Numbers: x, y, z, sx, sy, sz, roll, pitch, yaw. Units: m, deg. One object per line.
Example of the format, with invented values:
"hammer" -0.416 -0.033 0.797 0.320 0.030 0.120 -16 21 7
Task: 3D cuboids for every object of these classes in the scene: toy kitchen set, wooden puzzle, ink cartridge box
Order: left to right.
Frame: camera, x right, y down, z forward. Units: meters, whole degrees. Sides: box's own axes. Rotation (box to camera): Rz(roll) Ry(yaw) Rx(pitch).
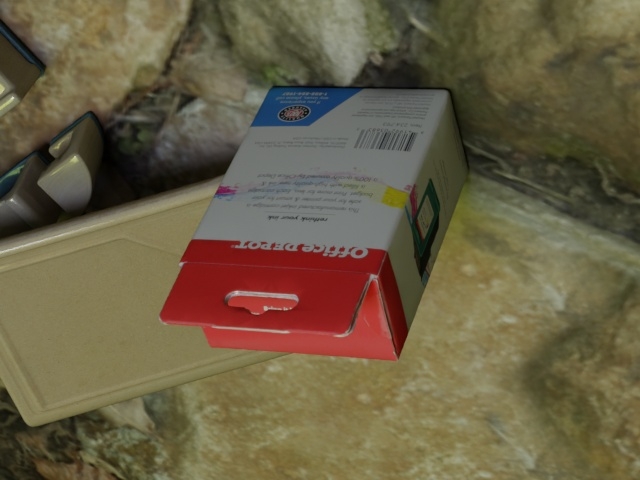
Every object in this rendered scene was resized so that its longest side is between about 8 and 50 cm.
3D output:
"toy kitchen set" -0.274 -0.067 1.358 0.207 0.122 0.166 -34 114 21
"wooden puzzle" -0.144 0.043 1.361 0.221 0.044 0.239 -16 144 1
"ink cartridge box" 0.000 0.000 1.190 0.134 0.231 0.078 3 133 22
